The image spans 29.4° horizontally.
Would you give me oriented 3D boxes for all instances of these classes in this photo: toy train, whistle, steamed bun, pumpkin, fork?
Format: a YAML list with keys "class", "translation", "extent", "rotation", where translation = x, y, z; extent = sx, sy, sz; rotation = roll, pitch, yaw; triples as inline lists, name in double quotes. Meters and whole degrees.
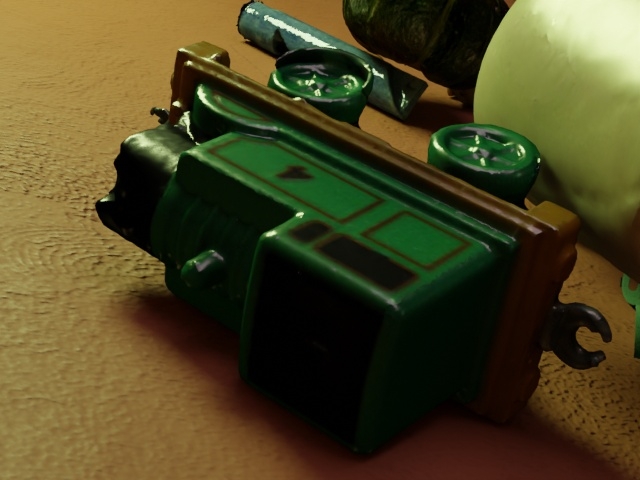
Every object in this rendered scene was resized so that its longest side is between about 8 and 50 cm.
- class: "toy train"
  translation: [0.000, 0.000, 0.889]
  extent: [0.429, 0.178, 0.249]
  rotation: [28, 36, 28]
- class: "whistle"
  translation: [0.011, -0.244, 1.625]
  extent: [0.304, 0.062, 0.062]
  rotation: [32, 26, 33]
- class: "steamed bun"
  translation: [0.384, -0.105, 0.940]
  extent: [0.456, 0.289, 0.371]
  rotation: [3, 24, -21]
- class: "pumpkin"
  translation: [0.141, -0.293, 1.568]
  extent: [0.238, 0.159, 0.238]
  rotation: [27, 7, -3]
- class: "fork"
  translation: [0.291, 0.070, 1.121]
  extent: [0.039, 0.021, 0.235]
  rotation: [17, 22, 11]

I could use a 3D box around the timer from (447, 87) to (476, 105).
- class: "timer"
  translation: [0.231, -0.241, 1.707]
  extent: [0.109, 0.107, 0.107]
  rotation: [7, 15, 29]

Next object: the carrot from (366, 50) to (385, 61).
- class: "carrot"
  translation: [0.075, -0.248, 1.723]
  extent: [0.036, 0.035, 0.165]
  rotation: [15, 19, -5]
